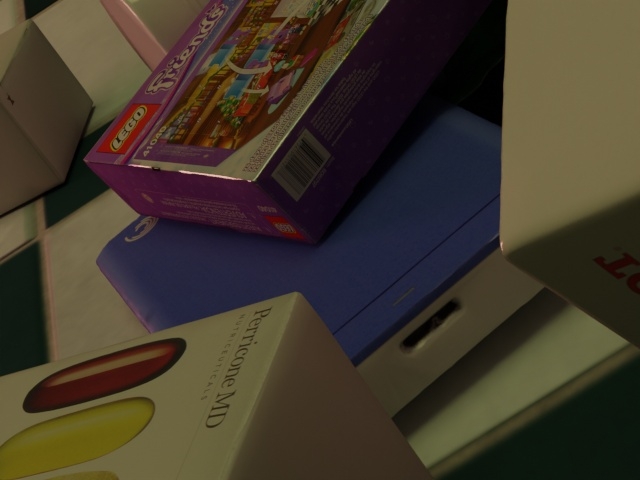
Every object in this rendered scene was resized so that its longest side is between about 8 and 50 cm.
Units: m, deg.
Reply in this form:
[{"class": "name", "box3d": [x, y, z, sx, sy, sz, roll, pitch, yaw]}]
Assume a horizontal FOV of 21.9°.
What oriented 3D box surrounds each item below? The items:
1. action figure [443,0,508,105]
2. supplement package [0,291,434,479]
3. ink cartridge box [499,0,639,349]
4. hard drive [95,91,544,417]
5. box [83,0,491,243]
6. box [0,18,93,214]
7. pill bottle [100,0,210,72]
[{"class": "action figure", "box3d": [0.116, -0.163, 1.039, 0.137, 0.063, 0.232, -32, 31, 9]}, {"class": "supplement package", "box3d": [-0.091, 0.137, 0.708, 0.244, 0.134, 0.139, -17, 32, 30]}, {"class": "ink cartridge box", "box3d": [0.223, -0.076, 0.542, 0.270, 0.198, 0.197, -26, 45, 40]}, {"class": "hard drive", "box3d": [0.000, 0.000, 0.909, 0.210, 0.040, 0.319, -40, 25, -6]}, {"class": "box", "box3d": [0.009, -0.134, 0.967, 0.293, 0.057, 0.201, -54, 30, -17]}, {"class": "box", "box3d": [-0.284, -0.078, 1.315, 0.170, 0.091, 0.130, -24, 29, 20]}, {"class": "pill bottle", "box3d": [-0.015, -0.221, 1.172, 0.278, 0.162, 0.162, -40, 28, -8]}]
